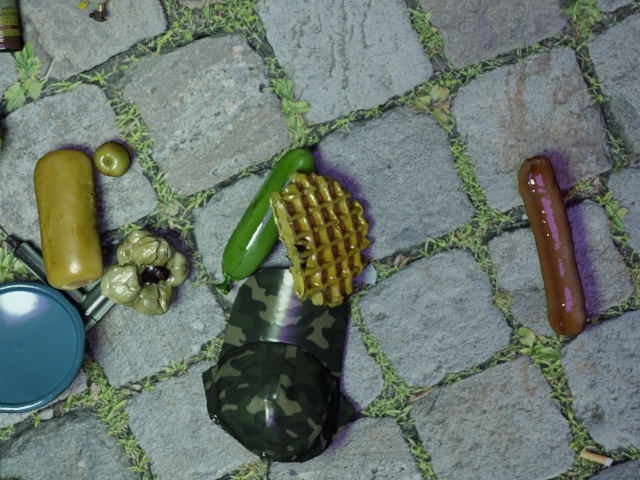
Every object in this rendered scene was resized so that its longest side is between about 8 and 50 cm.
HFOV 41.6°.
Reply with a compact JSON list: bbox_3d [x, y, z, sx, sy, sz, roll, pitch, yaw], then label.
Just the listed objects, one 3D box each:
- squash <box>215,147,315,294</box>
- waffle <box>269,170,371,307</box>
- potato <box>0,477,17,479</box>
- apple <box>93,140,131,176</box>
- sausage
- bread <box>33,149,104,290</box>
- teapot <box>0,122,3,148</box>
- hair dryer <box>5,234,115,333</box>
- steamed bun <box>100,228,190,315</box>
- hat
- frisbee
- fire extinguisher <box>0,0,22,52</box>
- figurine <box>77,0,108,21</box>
[{"bbox_3d":[-0.125,-0.041,1.876,0.101,0.101,0.378,33,98,-5],"label":"squash"},{"bbox_3d":[0.001,-0.001,1.827,0.309,0.065,0.283,32,71,-34],"label":"waffle"},{"bbox_3d":[-0.764,0.644,1.953,0.157,0.157,0.194,29,96,-4],"label":"potato"},{"bbox_3d":[-0.462,-0.180,1.867,0.084,0.071,0.083,0,98,0],"label":"apple"},{"bbox_3d":[0.522,0.013,1.889,0.094,0.094,0.418,-20,99,-27],"label":"sausage"},{"bbox_3d":[-0.555,-0.046,1.840,0.142,0.091,0.305,-12,81,20],"label":"bread"},{"bbox_3d":[-0.796,-0.223,1.832,0.183,0.173,0.269,35,127,29],"label":"teapot"},{"bbox_3d":[-0.629,0.152,1.926,0.284,0.155,0.320,33,84,15],"label":"hair dryer"},{"bbox_3d":[-0.374,0.086,1.863,0.177,0.106,0.192,-54,132,-5],"label":"steamed bun"},{"bbox_3d":[-0.083,0.271,1.878,0.367,0.257,0.381,8,117,-3],"label":"hat"},{"bbox_3d":[-0.649,0.229,1.805,0.290,0.049,0.289,3,70,-9],"label":"frisbee"},{"bbox_3d":[-0.712,-0.533,1.813,0.106,0.075,0.252,-5,99,1],"label":"fire extinguisher"},{"bbox_3d":[-0.485,-0.589,1.793,0.137,0.112,0.228,-12,88,7],"label":"figurine"}]
